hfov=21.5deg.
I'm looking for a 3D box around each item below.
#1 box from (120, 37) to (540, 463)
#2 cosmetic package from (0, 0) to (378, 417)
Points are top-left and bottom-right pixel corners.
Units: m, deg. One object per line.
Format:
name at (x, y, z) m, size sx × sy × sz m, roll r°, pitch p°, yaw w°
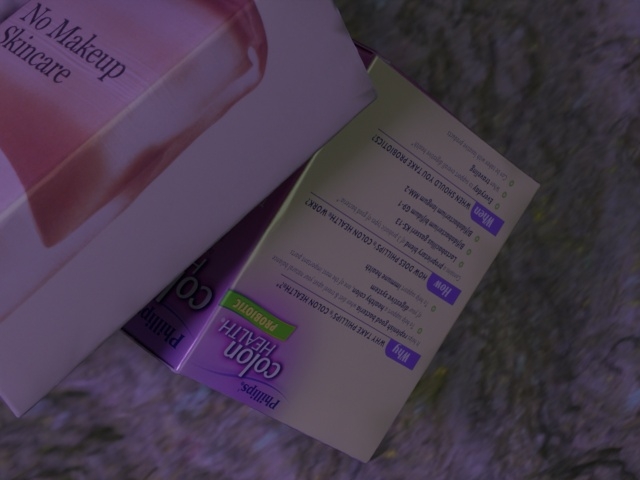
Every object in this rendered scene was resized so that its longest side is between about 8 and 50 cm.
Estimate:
box at (0.000, 0.000, 1.176) m, size 0.213 × 0.117 × 0.243 m, roll 32°, pitch 90°, yaw -46°
cosmetic package at (-0.132, -0.060, 1.005) m, size 0.296 × 0.153 × 0.129 m, roll -43°, pitch 135°, yaw -16°
